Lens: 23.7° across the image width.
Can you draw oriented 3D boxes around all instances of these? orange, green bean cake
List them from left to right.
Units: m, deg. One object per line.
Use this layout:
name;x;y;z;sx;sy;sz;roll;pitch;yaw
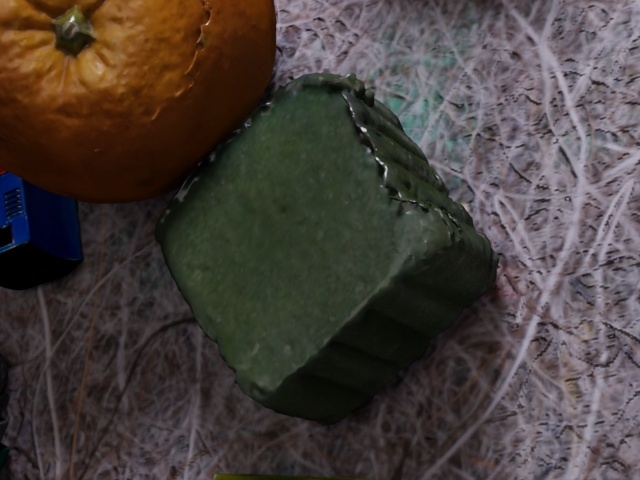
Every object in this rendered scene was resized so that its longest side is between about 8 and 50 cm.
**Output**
orange;-0.173;-0.169;1.249;0.284;0.226;0.283;1;94;13
green bean cake;0.000;0.000;1.170;0.222;0.125;0.227;-45;57;15

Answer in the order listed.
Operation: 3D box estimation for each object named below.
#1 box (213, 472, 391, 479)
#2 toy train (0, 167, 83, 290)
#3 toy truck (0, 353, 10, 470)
box;-0.015;0.333;1.132;0.173;0.043;0.311;-3;75;31
toy train;-0.321;-0.011;1.388;0.204;0.083;0.131;-20;69;25
toy truck;-0.434;0.136;1.318;0.363;0.176;0.178;27;99;10
